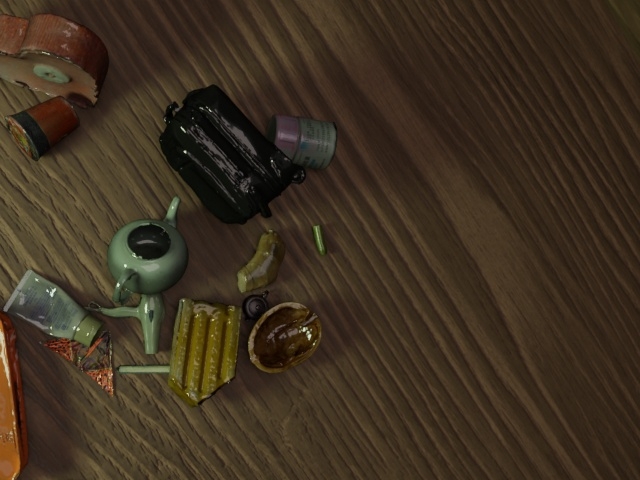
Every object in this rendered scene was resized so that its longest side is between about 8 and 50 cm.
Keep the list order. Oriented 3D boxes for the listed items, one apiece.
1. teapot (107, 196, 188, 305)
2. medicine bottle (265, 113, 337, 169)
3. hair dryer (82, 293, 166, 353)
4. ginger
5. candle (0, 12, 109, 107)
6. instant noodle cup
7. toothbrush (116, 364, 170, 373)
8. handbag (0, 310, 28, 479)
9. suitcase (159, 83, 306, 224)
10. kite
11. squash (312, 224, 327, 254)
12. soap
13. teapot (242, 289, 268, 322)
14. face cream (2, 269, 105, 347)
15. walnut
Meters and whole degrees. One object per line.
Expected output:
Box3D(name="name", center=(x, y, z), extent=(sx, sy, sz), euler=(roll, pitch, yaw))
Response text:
Box3D(name="teapot", center=(-0.416, 0.033, 1.722), extent=(0.193, 0.129, 0.294), euler=(25, 53, 3))
Box3D(name="medicine bottle", center=(-0.054, -0.265, 1.902), extent=(0.168, 0.135, 0.135), euler=(9, 82, -19))
Box3D(name="hair dryer", center=(-0.475, 0.213, 1.757), extent=(0.199, 0.067, 0.167), euler=(-14, 96, -10))
Box3D(name="ginger", center=(-0.151, 0.060, 1.873), extent=(0.095, 0.069, 0.190), euler=(24, 77, 9))
Box3D(name="candle", center=(-0.609, -0.422, 1.664), extent=(0.287, 0.316, 0.132), euler=(38, 65, -56))
Box3D(name="instant noodle cup", center=(-0.657, -0.276, 1.703), extent=(0.135, 0.127, 0.127), euler=(-40, 99, -27))
Box3D(name="toothbrush", center=(-0.362, 0.324, 1.793), extent=(0.294, 0.028, 0.026), euler=(4, 67, -19))
Box3D(name="handbag", center=(-0.827, 0.363, 1.584), extent=(0.303, 0.116, 0.410), euler=(-8, 87, -17))
Box3D(name="suitcase", center=(-0.236, -0.202, 1.717), extent=(0.188, 0.345, 0.339), euler=(-45, 102, -14))
Box3D(name="kite", center=(-0.554, 0.269, 1.741), extent=(0.222, 0.008, 0.125), euler=(42, 73, -11))
Box3D(name="squash", center=(0.000, 0.000, 1.953), extent=(0.027, 0.027, 0.083), euler=(-12, 90, -20))
Box3D(name="soap", center=(-0.290, 0.283, 1.772), extent=(0.160, 0.080, 0.258), euler=(10, 71, -17))
Box3D(name="teapot", center=(-0.166, 0.172, 1.868), extent=(0.068, 0.045, 0.100), euler=(38, 75, -14))
Box3D(name="face cream", center=(-0.630, 0.171, 1.704), extent=(0.224, 0.070, 0.114), euler=(29, 76, -2))
Box3D(name="walnut", center=(-0.104, 0.248, 1.861), extent=(0.211, 0.087, 0.167), euler=(-30, 102, -17))
